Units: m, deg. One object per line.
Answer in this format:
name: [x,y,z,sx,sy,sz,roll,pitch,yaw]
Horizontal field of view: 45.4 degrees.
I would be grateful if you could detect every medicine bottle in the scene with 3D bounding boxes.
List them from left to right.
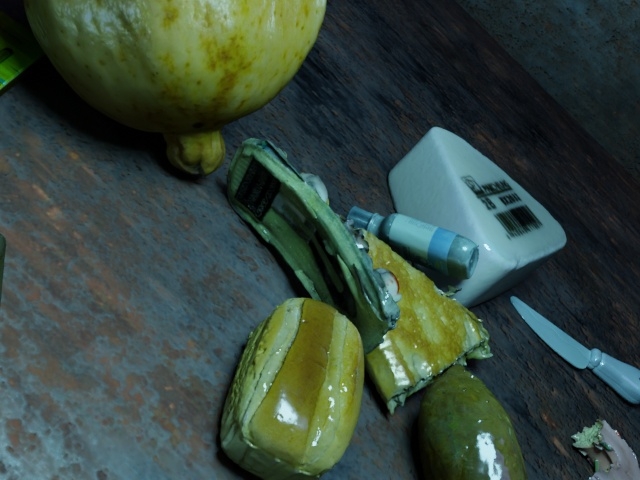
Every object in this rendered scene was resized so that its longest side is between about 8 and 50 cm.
medicine bottle: [0.138,-0.001,1.177,0.208,0.090,0.054,20,70,22]

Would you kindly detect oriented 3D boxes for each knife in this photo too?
knife: [0.484,0.211,1.429,0.331,0.044,0.080,32,42,-10]

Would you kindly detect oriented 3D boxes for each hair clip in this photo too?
hair clip: [0.001,-0.001,1.008,0.091,0.138,0.321,-22,64,-36]

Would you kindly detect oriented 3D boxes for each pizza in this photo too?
pizza: [0.148,0.138,1.111,0.287,0.075,0.280,23,43,-33]

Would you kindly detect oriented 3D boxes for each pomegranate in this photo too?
pomegranate: [-0.181,-0.283,0.977,0.410,0.410,0.410,29,36,-24]

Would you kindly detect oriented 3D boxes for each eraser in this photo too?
eraser: [0.266,-0.010,1.324,0.331,0.150,0.331,27,39,-24]

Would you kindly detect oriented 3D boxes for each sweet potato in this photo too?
sweet potato: [0.209,0.340,0.902,0.130,0.130,0.423,13,46,-39]

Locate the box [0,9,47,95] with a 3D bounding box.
box: [-0.422,-0.225,0.914,0.121,0.030,0.193,36,33,-13]

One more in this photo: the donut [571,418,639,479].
donut: [0.450,0.365,1.192,0.117,0.065,0.166,43,34,0]

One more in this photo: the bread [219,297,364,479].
bread: [-0.024,0.160,0.861,0.140,0.106,0.236,33,34,-14]

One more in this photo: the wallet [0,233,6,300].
wallet: [-0.344,0.061,0.687,0.110,0.031,0.198,19,40,-33]
